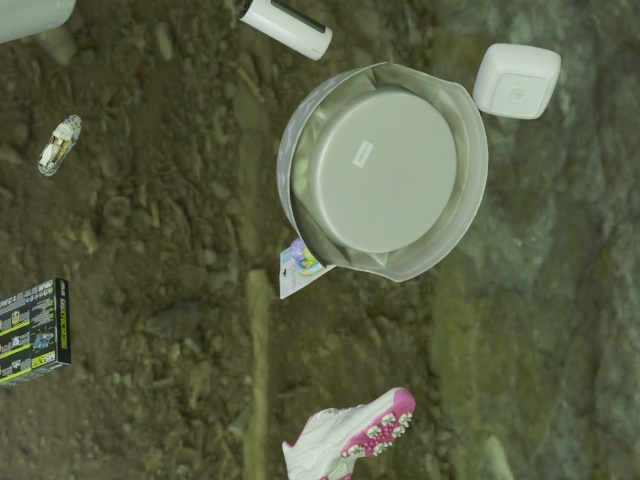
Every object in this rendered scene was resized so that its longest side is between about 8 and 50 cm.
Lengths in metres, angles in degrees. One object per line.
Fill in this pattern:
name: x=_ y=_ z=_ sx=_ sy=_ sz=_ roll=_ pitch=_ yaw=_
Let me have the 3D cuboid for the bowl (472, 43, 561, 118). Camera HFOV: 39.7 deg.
bowl: x=0.353 y=-0.275 z=1.586 sx=0.142 sy=0.142 sz=0.053 roll=101 pitch=-6 yaw=-47

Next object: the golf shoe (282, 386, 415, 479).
golf shoe: x=0.038 y=0.345 z=1.598 sx=0.115 sy=0.306 sz=0.140 roll=22 pitch=30 yaw=-47

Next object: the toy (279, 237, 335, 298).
toy: x=0.000 y=0.000 z=1.718 sx=0.056 sy=0.237 sz=0.137 roll=46 pitch=26 yaw=-32

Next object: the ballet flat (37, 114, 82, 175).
ballet flat: x=-0.434 y=-0.161 z=1.471 sx=0.114 sy=0.041 sz=0.041 roll=-62 pitch=155 yaw=-6

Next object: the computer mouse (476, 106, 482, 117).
computer mouse: x=0.249 y=-0.248 z=1.916 sx=0.071 sy=0.242 sz=0.041 roll=102 pitch=-32 yaw=-50

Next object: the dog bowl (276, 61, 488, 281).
dog bowl: x=0.089 y=-0.109 z=1.371 sx=0.102 sy=0.348 sz=0.349 roll=31 pitch=-43 yaw=59

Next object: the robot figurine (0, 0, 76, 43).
robot figurine: x=-0.535 y=-0.417 z=1.416 sx=0.353 sy=0.299 sz=0.200 roll=-33 pitch=112 yaw=-44

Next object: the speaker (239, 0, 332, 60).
speaker: x=-0.053 y=-0.324 z=1.327 sx=0.136 sy=0.055 sz=0.055 roll=25 pitch=54 yaw=-22

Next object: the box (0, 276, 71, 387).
box: x=-0.593 y=0.190 z=1.813 sx=0.045 sy=0.190 sz=0.184 roll=24 pitch=49 yaw=-55
